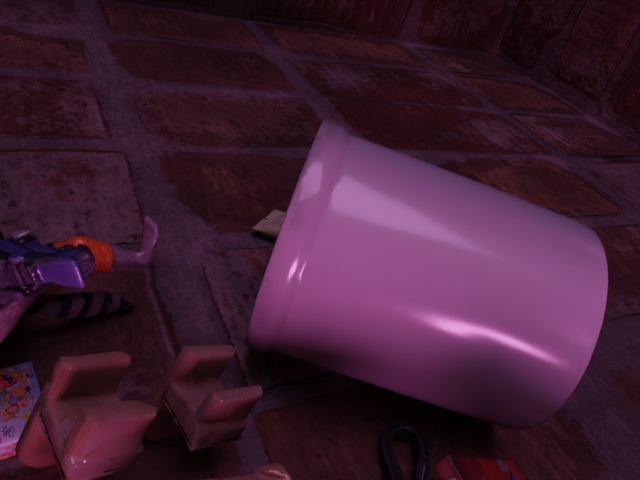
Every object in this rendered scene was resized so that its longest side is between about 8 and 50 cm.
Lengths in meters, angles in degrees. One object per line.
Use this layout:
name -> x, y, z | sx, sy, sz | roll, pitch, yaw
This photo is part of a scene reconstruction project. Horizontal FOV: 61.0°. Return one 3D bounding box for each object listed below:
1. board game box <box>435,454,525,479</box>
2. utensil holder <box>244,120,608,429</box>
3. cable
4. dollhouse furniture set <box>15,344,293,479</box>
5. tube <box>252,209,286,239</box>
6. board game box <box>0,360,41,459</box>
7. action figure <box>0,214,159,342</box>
board game box -> 0.242, 0.366, 0.585 | 0.145, 0.027, 0.281 | 20, 28, -37
utensil holder -> 0.129, 0.055, 0.755 | 0.385, 0.328, 0.327 | 20, 35, -1
cable -> 0.106, 0.334, 0.609 | 0.139, 0.072, 0.287 | -3, 27, -16
dollhouse furniture set -> -0.181, 0.306, 0.420 | 0.394, 0.256, 0.362 | 10, 30, -50
tube -> 0.000, 0.000, 1.006 | 0.240, 0.062, 0.070 | 21, -9, 13
board game box -> -0.383, 0.196, 0.583 | 0.154, 0.026, 0.103 | -12, 45, -36
action figure -> -0.332, 0.063, 0.613 | 0.341, 0.178, 0.330 | 5, 19, 30
